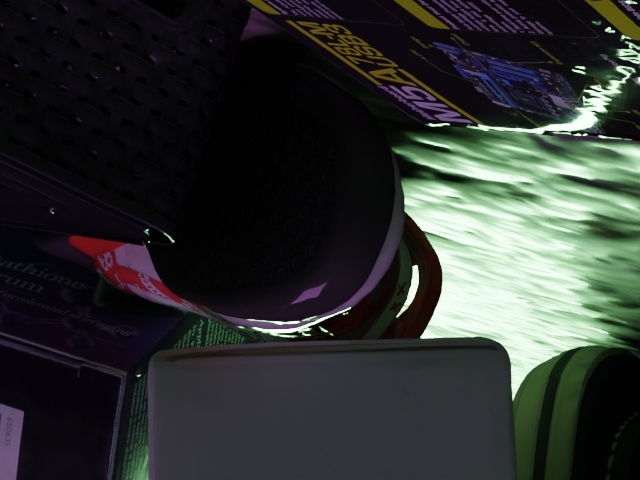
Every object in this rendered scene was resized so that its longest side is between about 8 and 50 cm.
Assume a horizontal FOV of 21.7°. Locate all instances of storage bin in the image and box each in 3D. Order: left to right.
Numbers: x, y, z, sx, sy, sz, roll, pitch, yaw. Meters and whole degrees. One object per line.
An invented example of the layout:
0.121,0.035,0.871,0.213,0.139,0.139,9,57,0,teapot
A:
-0.124,-0.062,0.516,0.180,0.084,0.122,6,165,45,storage bin

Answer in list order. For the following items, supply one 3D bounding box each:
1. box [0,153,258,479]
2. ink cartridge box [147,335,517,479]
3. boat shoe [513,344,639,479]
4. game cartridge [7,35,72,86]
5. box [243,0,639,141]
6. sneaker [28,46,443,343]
-0.125,0.048,0.780,0.153,0.108,0.207,15,-157,11,box
0.009,0.161,0.652,0.122,0.211,0.289,-2,168,1,ink cartridge box
0.226,0.171,0.910,0.156,0.186,0.500,2,165,31,boat shoe
-0.132,-0.076,0.647,0.083,0.017,0.056,18,173,0,game cartridge
0.047,-0.066,0.320,0.184,0.045,0.191,12,169,41,box
0.000,-0.001,0.618,0.145,0.090,0.270,22,172,-26,sneaker
